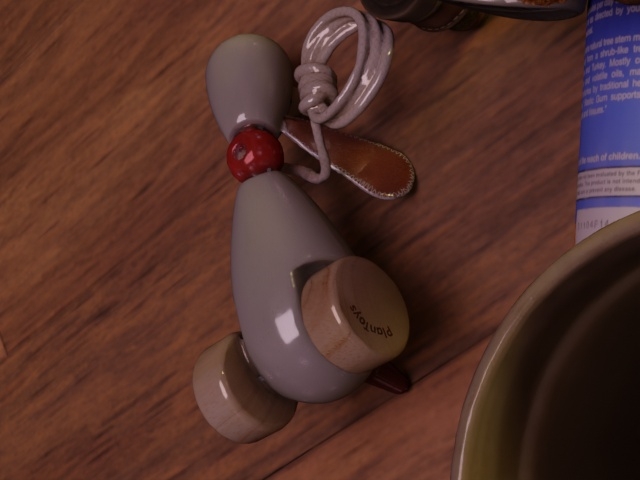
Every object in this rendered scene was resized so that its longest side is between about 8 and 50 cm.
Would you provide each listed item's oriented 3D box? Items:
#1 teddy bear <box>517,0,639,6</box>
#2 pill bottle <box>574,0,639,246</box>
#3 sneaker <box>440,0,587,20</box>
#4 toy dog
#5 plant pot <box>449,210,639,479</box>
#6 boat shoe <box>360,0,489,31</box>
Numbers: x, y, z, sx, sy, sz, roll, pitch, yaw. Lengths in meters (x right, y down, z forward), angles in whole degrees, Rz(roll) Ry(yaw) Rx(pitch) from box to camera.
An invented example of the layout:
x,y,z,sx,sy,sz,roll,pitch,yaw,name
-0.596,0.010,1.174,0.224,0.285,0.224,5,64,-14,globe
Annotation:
x,y,z,sx,sy,sz,roll,pitch,yaw,name
0.222,-0.252,0.824,0.338,0.113,0.245,-55,33,-6,teddy bear
0.243,-0.109,0.946,0.152,0.152,0.272,2,87,39,pill bottle
0.087,-0.218,0.991,0.222,0.083,0.118,21,101,37,sneaker
0.000,0.000,1.175,0.220,0.161,0.334,-8,68,42,toy dog
0.279,0.141,0.827,0.323,0.280,0.323,-1,88,39,plant pot
0.098,-0.309,1.112,0.110,0.104,0.307,19,102,47,boat shoe
